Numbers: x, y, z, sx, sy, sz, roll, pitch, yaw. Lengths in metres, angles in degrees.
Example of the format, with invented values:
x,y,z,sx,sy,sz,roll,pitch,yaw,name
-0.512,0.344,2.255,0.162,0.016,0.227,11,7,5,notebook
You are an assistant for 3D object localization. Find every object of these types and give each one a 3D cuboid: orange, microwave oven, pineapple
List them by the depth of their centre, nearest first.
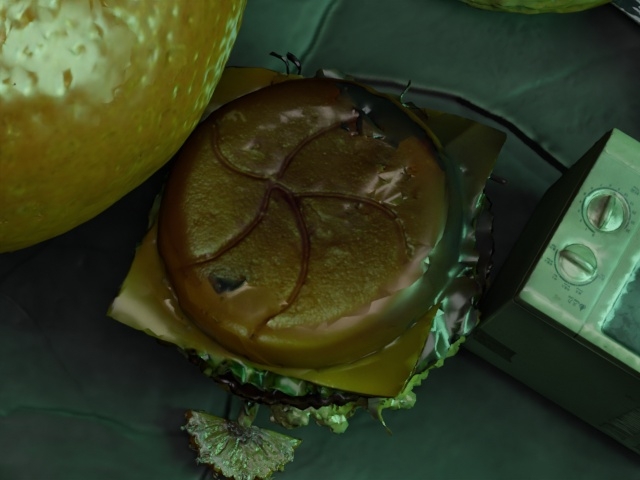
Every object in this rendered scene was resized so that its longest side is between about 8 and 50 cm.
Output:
x,y,z,sx,sy,sz,roll,pitch,yaw,name
-0.247,-0.195,1.190,0.424,0.326,0.424,5,82,-41,orange
0.239,0.060,1.290,0.240,0.194,0.145,31,77,-1,microwave oven
-0.057,0.142,1.337,0.083,0.019,0.045,19,79,-5,pineapple

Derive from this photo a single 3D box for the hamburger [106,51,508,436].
x,y,z,sx,sy,sz,roll,pitch,yaw,name
0.000,0.000,1.290,0.243,0.138,0.261,19,74,17,hamburger

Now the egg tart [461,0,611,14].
x,y,z,sx,sy,sz,roll,pitch,yaw,name
0.138,-0.303,1.315,0.315,0.315,0.120,29,37,-1,egg tart

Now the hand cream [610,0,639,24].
x,y,z,sx,sy,sz,roll,pitch,yaw,name
0.283,-0.299,1.399,0.111,0.070,0.312,34,85,1,hand cream
